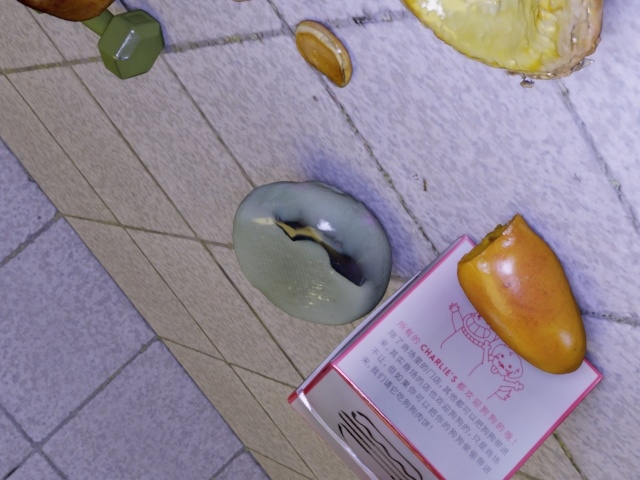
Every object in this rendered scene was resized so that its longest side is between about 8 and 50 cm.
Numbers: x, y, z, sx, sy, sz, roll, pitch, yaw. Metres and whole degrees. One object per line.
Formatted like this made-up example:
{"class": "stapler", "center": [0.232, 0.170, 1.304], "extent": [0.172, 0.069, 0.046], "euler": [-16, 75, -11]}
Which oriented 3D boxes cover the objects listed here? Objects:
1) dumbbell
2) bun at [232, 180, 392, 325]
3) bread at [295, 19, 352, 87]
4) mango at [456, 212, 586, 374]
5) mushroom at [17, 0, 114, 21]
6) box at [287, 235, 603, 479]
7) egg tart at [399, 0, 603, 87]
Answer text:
{"class": "dumbbell", "center": [-0.407, -0.403, 2.171], "extent": [0.302, 0.121, 0.108], "euler": [38, 130, 21]}
{"class": "bun", "center": [0.000, 0.000, 2.045], "extent": [0.283, 0.179, 0.283], "euler": [20, 141, 17]}
{"class": "bread", "center": [0.004, -0.261, 1.729], "extent": [0.110, 0.024, 0.110], "euler": [39, 158, 19]}
{"class": "mango", "center": [0.284, 0.087, 1.683], "extent": [0.252, 0.126, 0.154], "euler": [55, 170, -24]}
{"class": "mushroom", "center": [-0.386, -0.509, 1.827], "extent": [0.345, 0.259, 0.345], "euler": [16, 123, 26]}
{"class": "box", "center": [0.182, 0.228, 1.880], "extent": [0.314, 0.312, 0.300], "euler": [46, 160, 4]}
{"class": "egg tart", "center": [0.168, -0.300, 1.189], "extent": [0.315, 0.120, 0.315], "euler": [40, 158, 20]}
